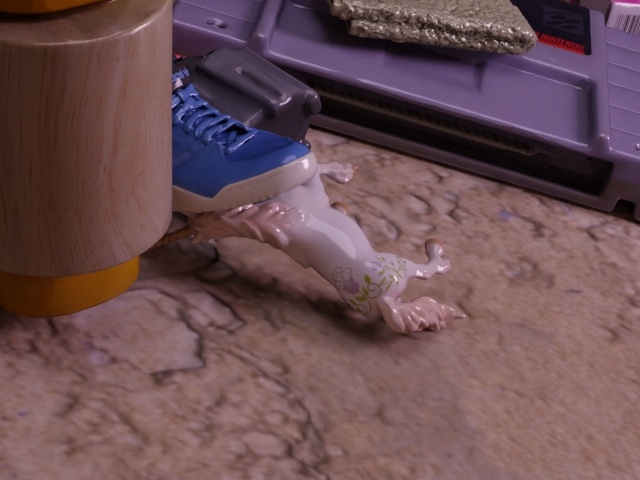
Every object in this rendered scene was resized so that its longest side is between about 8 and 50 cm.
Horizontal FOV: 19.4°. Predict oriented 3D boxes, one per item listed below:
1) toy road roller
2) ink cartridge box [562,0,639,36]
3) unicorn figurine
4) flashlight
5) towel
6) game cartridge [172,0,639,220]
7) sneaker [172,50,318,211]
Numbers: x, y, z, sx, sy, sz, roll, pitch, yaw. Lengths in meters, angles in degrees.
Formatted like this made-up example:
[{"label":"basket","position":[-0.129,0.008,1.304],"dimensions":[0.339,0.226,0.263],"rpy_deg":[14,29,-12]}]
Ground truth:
[{"label":"toy road roller","position":[-0.244,-0.094,0.936],"dimensions":[0.241,0.202,0.329],"rpy_deg":[-22,41,-32]},{"label":"ink cartridge box","position":[0.217,-0.251,1.582],"dimensions":[0.176,0.069,0.371],"rpy_deg":[0,31,-27]},{"label":"unicorn figurine","position":[0.000,0.000,1.030],"dimensions":[0.162,0.060,0.111],"rpy_deg":[26,26,21]},{"label":"flashlight","position":[-0.136,-0.128,1.139],"dimensions":[0.304,0.103,0.103],"rpy_deg":[30,29,25]},{"label":"towel","position":[0.068,-0.165,1.270],"dimensions":[0.148,0.027,0.110],"rpy_deg":[7,32,-18]},{"label":"game cartridge","position":[0.077,-0.130,1.300],"dimensions":[0.355,0.068,0.230],"rpy_deg":[16,33,-2]},{"label":"sneaker","position":[-0.072,-0.063,1.002],"dimensions":[0.152,0.084,0.058],"rpy_deg":[0,19,42]}]
